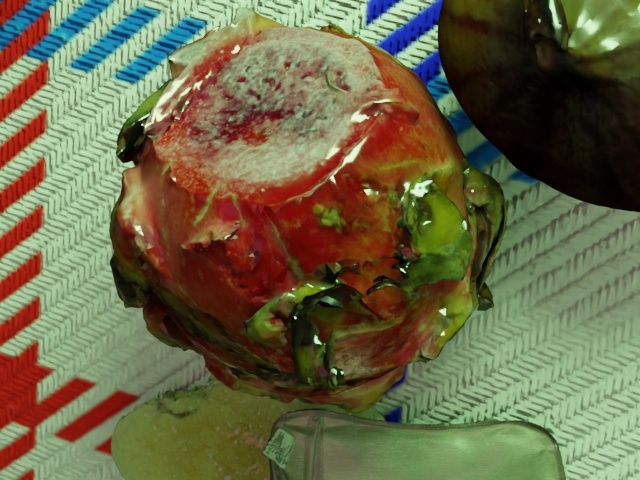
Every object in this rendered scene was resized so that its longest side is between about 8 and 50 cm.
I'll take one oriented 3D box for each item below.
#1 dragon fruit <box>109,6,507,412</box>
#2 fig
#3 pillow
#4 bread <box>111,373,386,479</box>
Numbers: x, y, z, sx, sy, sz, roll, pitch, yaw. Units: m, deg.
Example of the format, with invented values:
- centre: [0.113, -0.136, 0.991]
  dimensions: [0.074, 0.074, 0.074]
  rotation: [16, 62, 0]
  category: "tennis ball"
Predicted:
- centre: [0.000, 0.000, 1.346]
  dimensions: [0.269, 0.250, 0.291]
  rotation: [28, 153, 32]
  category: "dragon fruit"
- centre: [0.186, -0.126, 1.233]
  dimensions: [0.235, 0.214, 0.235]
  rotation: [8, 134, 9]
  category: "fig"
- centre: [0.072, 0.189, 1.479]
  dimensions: [0.233, 0.038, 0.130]
  rotation: [0, 109, 10]
  category: "pillow"
- centre: [-0.051, 0.186, 1.564]
  dimensions: [0.251, 0.039, 0.181]
  rotation: [-24, 96, 31]
  category: "bread"
